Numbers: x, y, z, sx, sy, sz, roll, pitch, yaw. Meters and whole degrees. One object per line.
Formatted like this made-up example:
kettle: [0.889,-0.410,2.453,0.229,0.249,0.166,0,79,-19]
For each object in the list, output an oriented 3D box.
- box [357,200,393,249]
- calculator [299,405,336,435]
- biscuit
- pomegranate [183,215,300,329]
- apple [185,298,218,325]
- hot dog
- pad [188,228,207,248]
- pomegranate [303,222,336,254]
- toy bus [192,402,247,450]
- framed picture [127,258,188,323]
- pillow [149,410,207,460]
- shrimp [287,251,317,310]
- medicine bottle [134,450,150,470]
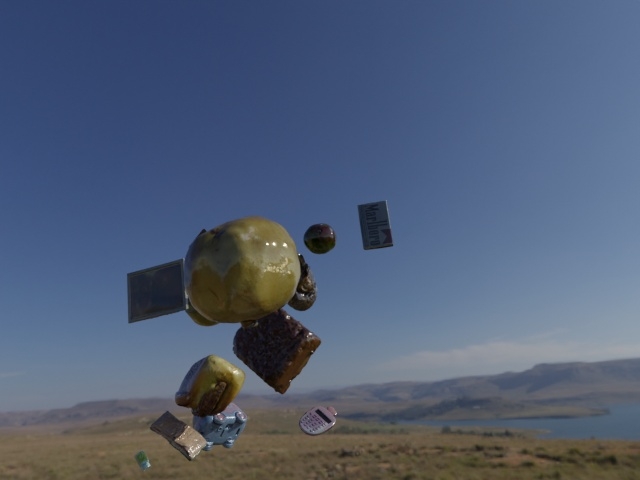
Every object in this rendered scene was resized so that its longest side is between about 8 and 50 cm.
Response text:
box: [0.208,-0.058,1.716,0.115,0.177,0.036,-7,-16,4]
calculator: [-0.006,0.645,1.619,0.103,0.024,0.166,31,29,36]
biscuit: [-0.237,0.516,2.259,0.395,0.343,0.166,28,-13,33]
pomegranate: [-0.216,0.090,1.285,0.332,0.333,0.332,-4,-20,-1]
apple: [-0.476,0.231,1.979,0.258,0.295,0.233,-34,-33,-13]
hot dog: [-0.462,0.604,1.840,0.185,0.223,0.405,36,-29,-9]
pad: [-0.415,0.049,1.658,0.112,0.157,0.003,-46,-15,23]
pomegranate: [-0.001,-0.006,1.689,0.130,0.130,0.130,-4,-20,-1]
toy bus: [-0.553,0.961,2.412,0.294,0.197,0.232,16,15,-43]
framed picture: [-0.664,0.206,1.830,0.289,0.211,0.020,-14,-17,18]
pillow: [-0.586,0.805,1.873,0.232,0.043,0.126,31,15,12]
shrimp: [-0.120,0.086,1.517,0.145,0.343,0.116,-31,12,-18]
medicine bottle: [-0.860,1.067,2.183,0.047,0.083,0.047,-35,-21,-16]
